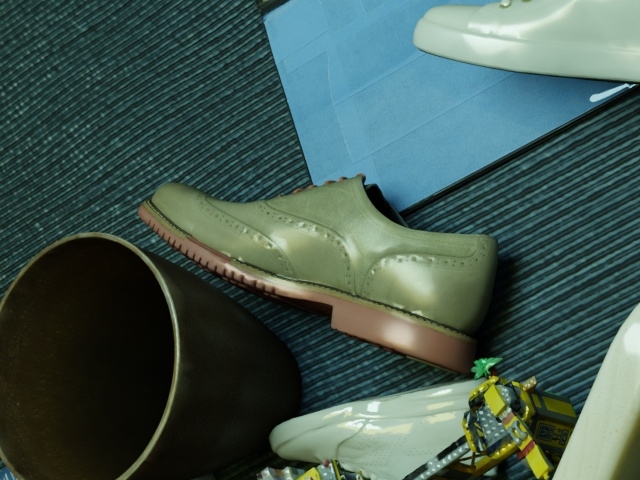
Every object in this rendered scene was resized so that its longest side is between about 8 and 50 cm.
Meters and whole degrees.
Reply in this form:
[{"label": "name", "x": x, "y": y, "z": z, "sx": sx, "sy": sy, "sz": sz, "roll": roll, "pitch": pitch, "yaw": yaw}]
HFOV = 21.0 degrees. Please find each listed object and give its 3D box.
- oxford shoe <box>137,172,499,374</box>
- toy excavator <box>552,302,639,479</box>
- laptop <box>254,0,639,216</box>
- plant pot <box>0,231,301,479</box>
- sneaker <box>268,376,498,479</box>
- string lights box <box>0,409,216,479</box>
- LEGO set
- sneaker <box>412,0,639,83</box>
[{"label": "oxford shoe", "x": 0.000, "y": 0.000, "z": 1.469, "sx": 0.348, "sy": 0.123, "sz": 0.130, "roll": 21, "pitch": 89, "yaw": 28}, {"label": "toy excavator", "x": 0.292, "y": -0.016, "z": 1.086, "sx": 0.222, "sy": 0.445, "sz": 0.433, "roll": 36, "pitch": 139, "yaw": 36}, {"label": "laptop", "x": 0.042, "y": -0.271, "z": 1.416, "sx": 0.382, "sy": 0.408, "sz": 0.236, "roll": -28, "pitch": 32, "yaw": 28}, {"label": "plant pot", "x": -0.127, "y": 0.119, "z": 1.458, "sx": 0.215, "sy": 0.230, "sz": 0.215, "roll": -9, "pitch": 75, "yaw": 35}, {"label": "sneaker", "x": 0.050, "y": 0.175, "z": 1.420, "sx": 0.212, "sy": 0.080, "sz": 0.094, "roll": -14, "pitch": 87, "yaw": 34}, {"label": "string lights box", "x": -0.229, "y": 0.249, "z": 1.605, "sx": 0.260, "sy": 0.077, "sz": 0.133, "roll": -44, "pitch": 59, "yaw": 21}, {"label": "LEGO set", "x": 0.084, "y": 0.249, "z": 1.225, "sx": 0.255, "sy": 0.192, "sz": 0.331, "roll": -31, "pitch": 56, "yaw": 35}, {"label": "sneaker", "x": 0.216, "y": -0.181, "z": 1.312, "sx": 0.290, "sy": 0.106, "sz": 0.123, "roll": 5, "pitch": 97, "yaw": 15}]
